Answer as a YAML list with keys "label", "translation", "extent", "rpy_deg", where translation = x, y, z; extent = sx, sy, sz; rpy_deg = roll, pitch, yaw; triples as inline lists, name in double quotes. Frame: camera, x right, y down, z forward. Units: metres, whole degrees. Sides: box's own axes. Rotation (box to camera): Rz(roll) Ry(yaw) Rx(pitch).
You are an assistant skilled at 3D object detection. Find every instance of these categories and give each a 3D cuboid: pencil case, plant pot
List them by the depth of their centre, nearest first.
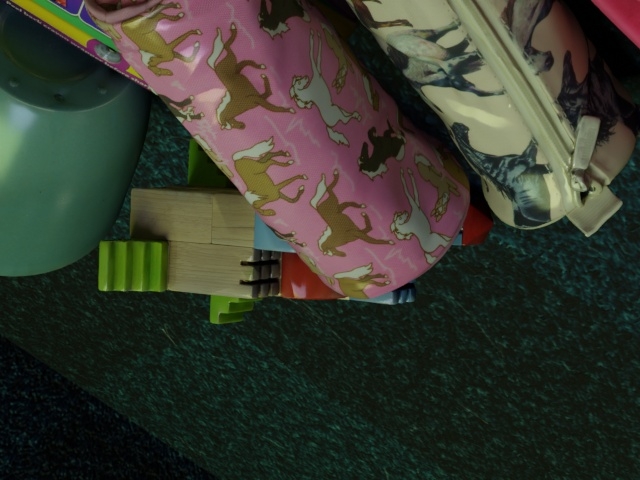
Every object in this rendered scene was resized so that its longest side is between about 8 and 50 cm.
- label: "pencil case"
  translation: [0.115, -0.184, 1.495]
  extent: [0.410, 0.160, 0.183]
  rpy_deg: [50, 174, -37]
- label: "pencil case"
  translation: [-0.031, -0.122, 1.527]
  extent: [0.386, 0.160, 0.167]
  rpy_deg: [48, -169, -37]
- label: "plant pot"
  translation: [-0.307, -0.147, 1.924]
  extent: [0.293, 0.293, 0.235]
  rpy_deg: [32, 142, -4]

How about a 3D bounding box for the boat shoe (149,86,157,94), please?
- label: "boat shoe"
  translation: [-0.121, -0.183, 1.595]
  extent: [0.079, 0.095, 0.254]
  rpy_deg: [-1, 141, 42]

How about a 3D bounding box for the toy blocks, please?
- label: "toy blocks"
  translation: [0.000, 0.000, 1.854]
  extent: [0.261, 0.191, 0.381]
  rpy_deg: [5, -175, 31]

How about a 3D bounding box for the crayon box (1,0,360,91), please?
- label: "crayon box"
  translation: [-0.147, -0.261, 1.714]
  extent: [0.363, 0.106, 0.313]
  rpy_deg: [31, 155, -6]

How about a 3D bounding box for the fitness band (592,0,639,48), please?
- label: "fitness band"
  translation: [0.272, -0.145, 1.380]
  extent: [0.209, 0.054, 0.291]
  rpy_deg: [44, -173, 30]
